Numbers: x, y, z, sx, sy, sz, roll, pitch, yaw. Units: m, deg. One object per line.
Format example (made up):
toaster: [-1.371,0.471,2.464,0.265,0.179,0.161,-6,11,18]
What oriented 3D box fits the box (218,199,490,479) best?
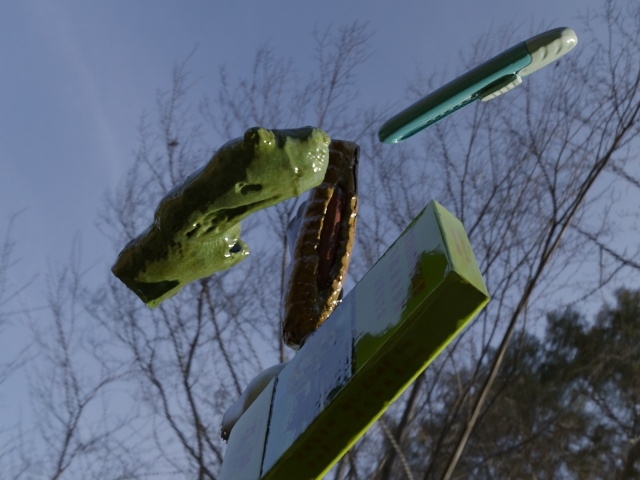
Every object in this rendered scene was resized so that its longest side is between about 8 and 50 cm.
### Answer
box: [0.017,0.124,0.785,0.047,0.187,0.335,36,-73,-11]

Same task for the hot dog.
hot dog: [-0.001,0.000,1.080,0.068,0.289,0.083,20,-22,-26]

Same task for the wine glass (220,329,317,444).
wine glass: [-0.034,0.192,1.009,0.103,0.103,0.222,44,-44,-2]

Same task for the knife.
knife: [0.145,-0.143,0.825,0.222,0.064,0.031,-26,-102,36]

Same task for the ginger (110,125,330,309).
ginger: [-0.111,-0.028,0.946,0.137,0.089,0.290,29,-68,-34]

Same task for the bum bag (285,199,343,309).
bum bag: [-0.010,0.029,1.286,0.060,0.248,0.123,26,-46,-21]
